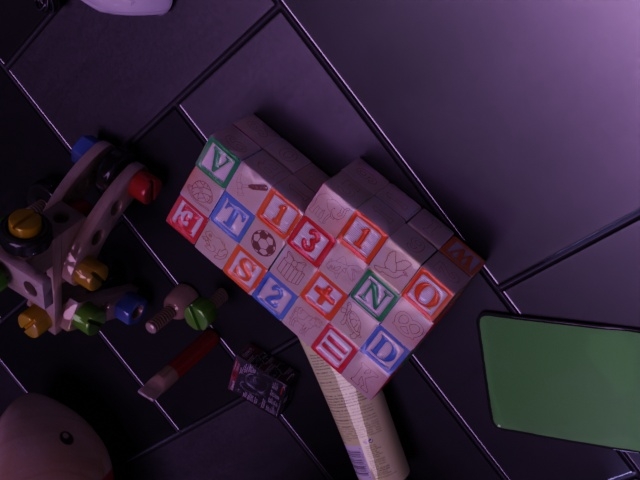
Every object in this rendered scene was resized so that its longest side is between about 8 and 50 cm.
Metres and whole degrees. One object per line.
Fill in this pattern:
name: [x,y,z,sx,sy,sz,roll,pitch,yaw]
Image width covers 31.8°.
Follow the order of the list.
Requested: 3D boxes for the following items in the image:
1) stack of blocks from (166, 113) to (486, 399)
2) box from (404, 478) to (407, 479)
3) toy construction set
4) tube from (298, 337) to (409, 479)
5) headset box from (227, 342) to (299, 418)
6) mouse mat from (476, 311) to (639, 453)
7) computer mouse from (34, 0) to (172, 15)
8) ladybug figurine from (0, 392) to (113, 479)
stack of blocks: [0.000,0.000,1.174,0.297,0.087,0.171,40,125,10]
box: [0.040,0.517,1.393,0.293,0.212,0.395,45,133,2]
toy construction set: [-0.280,0.060,1.307,0.309,0.237,0.257,46,132,0]
tube: [0.037,0.169,1.289,0.240,0.070,0.062,69,167,-12]
headset box: [-0.073,0.170,1.375,0.083,0.032,0.062,29,129,17]
mouse mat: [0.256,0.147,1.161,0.190,0.007,0.152,5,120,30]
computer mouse: [-0.245,-0.282,1.204,0.193,0.042,0.106,16,124,25]
ladybug figurine: [-0.387,0.440,1.570,0.162,0.305,0.449,7,98,3]
